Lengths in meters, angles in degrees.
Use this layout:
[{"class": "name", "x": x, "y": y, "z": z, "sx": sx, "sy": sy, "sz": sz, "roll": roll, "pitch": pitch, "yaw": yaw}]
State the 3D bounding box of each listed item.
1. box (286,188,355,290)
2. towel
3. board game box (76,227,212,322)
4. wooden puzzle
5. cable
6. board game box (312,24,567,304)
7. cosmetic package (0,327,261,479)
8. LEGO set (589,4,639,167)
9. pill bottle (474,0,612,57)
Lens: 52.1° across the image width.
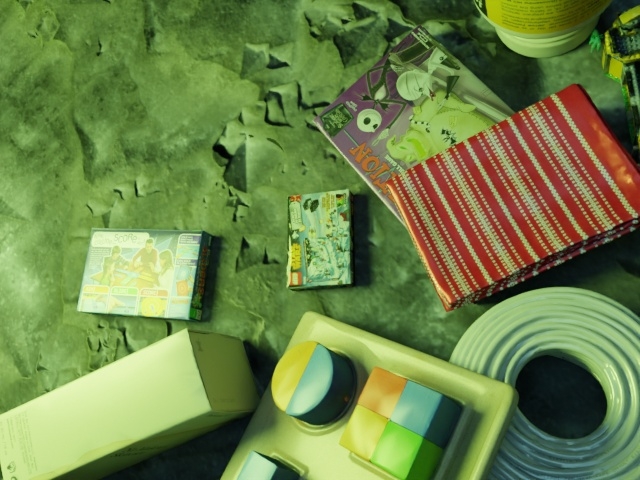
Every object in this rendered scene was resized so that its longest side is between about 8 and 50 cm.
[{"class": "box", "x": 0.000, "y": 0.000, "z": 0.921, "sx": 0.094, "sy": 0.027, "sz": 0.136, "roll": -5, "pitch": 74, "yaw": 17}, {"class": "towel", "x": 0.238, "y": -0.055, "z": 0.802, "sx": 0.275, "sy": 0.031, "sz": 0.198, "roll": -27, "pitch": 68, "yaw": 12}, {"class": "board game box", "x": -0.270, "y": 0.050, "z": 1.001, "sx": 0.201, "sy": 0.035, "sz": 0.136, "roll": 2, "pitch": 77, "yaw": 20}, {"class": "wooden puzzle", "x": 0.008, "y": 0.252, "z": 0.730, "sx": 0.348, "sy": 0.080, "sz": 0.322, "roll": 13, "pitch": 71, "yaw": 48}, {"class": "cable", "x": 0.263, "y": 0.175, "z": 0.729, "sx": 0.257, "sy": 0.089, "sz": 0.257, "roll": -17, "pitch": 61, "yaw": 9}, {"class": "board game box", "x": 0.169, "y": -0.111, "z": 0.881, "sx": 0.208, "sy": 0.056, "sz": 0.346, "roll": -43, "pitch": 67, "yaw": 9}, {"class": "cosmetic package", "x": -0.255, "y": 0.233, "z": 0.882, "sx": 0.310, "sy": 0.160, "sz": 0.113, "roll": -25, "pitch": 70, "yaw": 13}, {"class": "LEGO set", "x": 0.472, "y": -0.196, "z": 0.713, "sx": 0.332, "sy": 0.192, "sz": 0.254, "roll": 2, "pitch": 77, "yaw": 20}, {"class": "pill bottle", "x": 0.258, "y": -0.355, "z": 0.754, "sx": 0.188, "sy": 0.334, "sz": 0.187, "roll": -5, "pitch": 74, "yaw": 18}]
